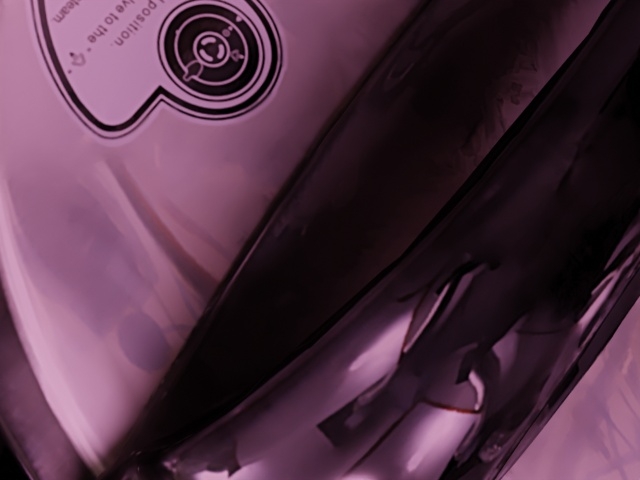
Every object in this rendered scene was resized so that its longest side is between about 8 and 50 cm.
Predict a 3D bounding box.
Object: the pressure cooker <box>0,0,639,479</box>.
[{"bbox_3d":[0.005,0.003,0.558,0.420,0.376,0.369,153,115,-62],"label":"pressure cooker"}]
